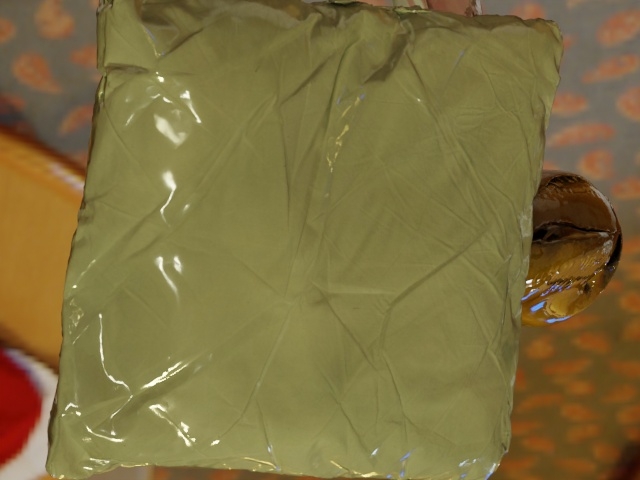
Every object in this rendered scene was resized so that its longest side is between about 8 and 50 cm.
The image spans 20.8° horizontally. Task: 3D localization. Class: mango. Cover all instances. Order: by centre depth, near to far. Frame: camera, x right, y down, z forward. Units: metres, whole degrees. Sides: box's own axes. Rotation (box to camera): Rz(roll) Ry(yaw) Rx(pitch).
[{"bbox_3d":[0.186,0.014,1.633,0.151,0.156,0.249,5,-164,35],"label":"mango"}]

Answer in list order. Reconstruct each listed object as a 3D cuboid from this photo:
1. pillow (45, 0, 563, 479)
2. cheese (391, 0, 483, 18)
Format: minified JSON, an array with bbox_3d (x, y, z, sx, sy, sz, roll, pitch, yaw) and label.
[{"bbox_3d":[-0.001,0.001,0.948,0.281,0.274,0.076,5,-172,-24],"label":"pillow"},{"bbox_3d":[0.094,-0.252,1.587,0.074,0.188,0.286,-15,147,12],"label":"cheese"}]
